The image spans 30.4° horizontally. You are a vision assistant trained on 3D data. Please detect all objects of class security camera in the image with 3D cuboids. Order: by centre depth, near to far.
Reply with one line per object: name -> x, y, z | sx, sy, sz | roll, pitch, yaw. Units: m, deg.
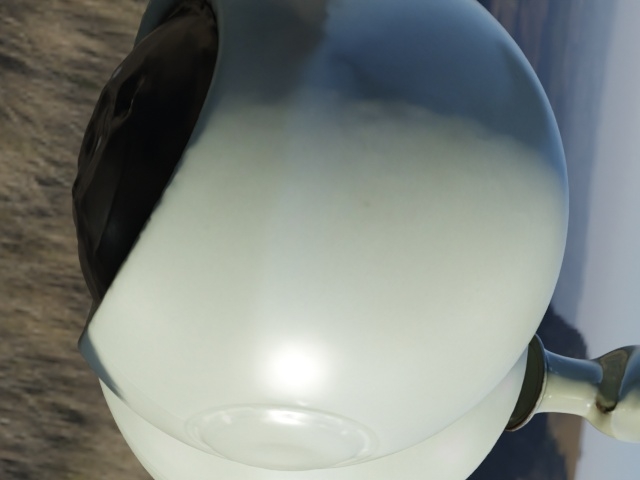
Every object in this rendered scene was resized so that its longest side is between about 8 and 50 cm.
security camera -> 0.000, 0.000, 0.441 | 0.236, 0.195, 0.194 | 97, 5, -63

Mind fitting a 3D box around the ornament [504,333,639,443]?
ornament -> 0.204, 0.108, 0.838 | 0.081, 0.156, 0.074 | 29, -73, 65
